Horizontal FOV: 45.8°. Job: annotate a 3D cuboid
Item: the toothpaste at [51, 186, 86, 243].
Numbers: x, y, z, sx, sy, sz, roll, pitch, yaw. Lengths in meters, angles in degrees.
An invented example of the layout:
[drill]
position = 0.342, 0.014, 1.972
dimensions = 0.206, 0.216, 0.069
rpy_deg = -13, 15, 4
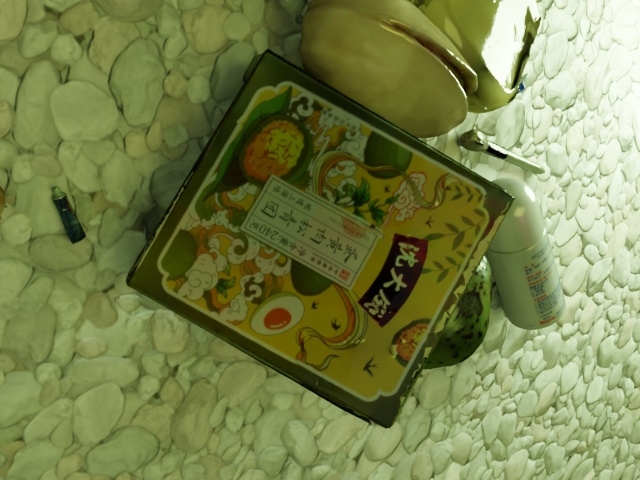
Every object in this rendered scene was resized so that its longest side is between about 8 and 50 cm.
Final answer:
[toothpaste]
position = -0.335, -0.034, 1.006
dimensions = 0.027, 0.019, 0.083
rpy_deg = -50, 134, -47

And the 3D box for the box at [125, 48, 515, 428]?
[box]
position = 0.000, 0.000, 1.068
dimensions = 0.420, 0.138, 0.373
rpy_deg = 30, 83, -1

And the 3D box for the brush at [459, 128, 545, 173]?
[brush]
position = 0.378, -0.170, 1.526
dimensions = 0.299, 0.042, 0.039
rpy_deg = 13, 56, -41

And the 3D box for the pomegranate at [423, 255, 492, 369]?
[pomegranate]
position = 0.160, 0.093, 1.319
dimensions = 0.285, 0.285, 0.340
rpy_deg = -61, 164, -6

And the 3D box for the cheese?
[cheese]
position = 0.249, -0.366, 1.309
dimensions = 0.316, 0.128, 0.259
rpy_deg = 9, 91, -47

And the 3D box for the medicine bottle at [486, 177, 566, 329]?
[medicine bottle]
position = 0.406, 0.023, 1.551
dimensions = 0.130, 0.130, 0.341
rpy_deg = -41, 127, -22

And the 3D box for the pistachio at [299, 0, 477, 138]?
[pistachio]
position = 0.105, -0.267, 1.147
dimensions = 0.318, 0.214, 0.193
rpy_deg = 20, 79, -28

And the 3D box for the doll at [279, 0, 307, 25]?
[doll]
position = -0.050, -0.424, 1.087
dimensions = 0.114, 0.057, 0.227
rpy_deg = -31, 118, -33

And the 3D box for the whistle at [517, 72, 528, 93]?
[whistle]
position = 0.383, -0.299, 1.498
dimensions = 0.083, 0.029, 0.033
rpy_deg = -46, 165, -12

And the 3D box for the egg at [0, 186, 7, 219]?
[egg]
position = -0.422, -0.044, 0.893
dimensions = 0.096, 0.080, 0.080
rpy_deg = 25, 88, -25
